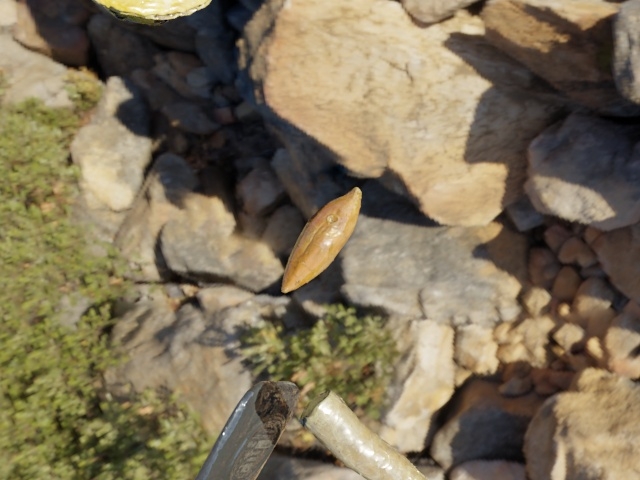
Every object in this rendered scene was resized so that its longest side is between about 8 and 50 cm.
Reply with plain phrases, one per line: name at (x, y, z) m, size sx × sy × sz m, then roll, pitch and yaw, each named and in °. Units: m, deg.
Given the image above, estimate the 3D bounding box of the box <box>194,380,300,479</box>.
box at (-0.107, 0.300, 1.491) m, size 0.042 × 0.212 × 0.201 m, roll 29°, pitch 88°, yaw 21°

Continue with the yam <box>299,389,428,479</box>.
yam at (0.093, 0.314, 1.331) m, size 0.300 × 0.066 × 0.066 m, roll 44°, pitch 123°, yaw -11°

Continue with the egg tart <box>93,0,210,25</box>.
egg tart at (-0.282, -0.414, 1.565) m, size 0.241 × 0.241 × 0.106 m, roll 41°, pitch 143°, yaw 16°

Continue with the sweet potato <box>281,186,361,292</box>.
sweet potato at (0.000, 0.000, 0.732) m, size 0.034 × 0.034 × 0.095 m, roll 37°, pitch 84°, yaw 18°
